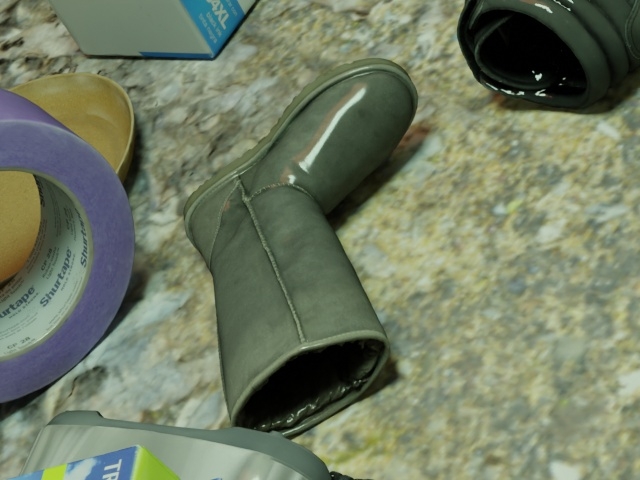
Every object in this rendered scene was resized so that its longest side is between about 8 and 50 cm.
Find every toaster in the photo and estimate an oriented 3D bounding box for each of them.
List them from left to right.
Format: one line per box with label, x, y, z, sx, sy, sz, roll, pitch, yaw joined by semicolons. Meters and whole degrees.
toaster;-0.072;0.177;0.975;0.227;0.129;0.146;3;53;37

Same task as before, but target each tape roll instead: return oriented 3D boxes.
tape roll;-0.217;0.003;1.235;0.189;0.189;0.080;-41;36;-10

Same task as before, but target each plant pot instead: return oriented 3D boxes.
plant pot;-0.228;-0.028;1.416;0.236;0.032;0.236;-22;37;18

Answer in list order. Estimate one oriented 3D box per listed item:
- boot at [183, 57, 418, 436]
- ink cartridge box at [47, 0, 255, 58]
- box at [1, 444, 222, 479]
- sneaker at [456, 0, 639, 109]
boot;0.002;0.001;1.165;0.190;0.076;0.208;-43;27;11
ink cartridge box;-0.098;-0.238;1.513;0.148;0.086;0.203;6;50;42
box;-0.135;0.161;0.906;0.178;0.042;0.109;-17;45;26
sneaker;0.114;-0.175;1.254;0.147;0.104;0.296;-41;40;-19
